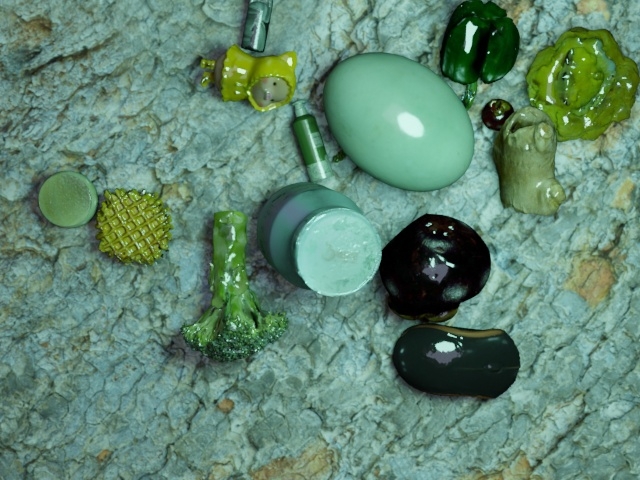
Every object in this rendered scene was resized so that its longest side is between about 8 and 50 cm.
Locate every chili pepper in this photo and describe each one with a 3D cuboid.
[{"bbox_3d":[0.063,-0.218,1.829,0.083,0.022,0.027,-27,93,-2],"label":"chili pepper"},{"bbox_3d":[0.361,-0.435,1.745,0.173,0.261,0.165,-12,54,-14],"label":"chili pepper"}]

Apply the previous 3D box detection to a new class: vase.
[{"bbox_3d":[-0.144,-0.565,1.771,0.060,0.060,0.211,13,101,-1],"label":"vase"}]

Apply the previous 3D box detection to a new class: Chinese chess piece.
[{"bbox_3d":[-0.626,-0.101,1.823,0.144,0.058,0.144,0,97,1],"label":"Chinese chess piece"}]

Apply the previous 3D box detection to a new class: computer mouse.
[{"bbox_3d":[0.342,0.302,1.828,0.323,0.116,0.183,4,100,-1],"label":"computer mouse"}]

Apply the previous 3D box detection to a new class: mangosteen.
[{"bbox_3d":[0.433,-0.307,1.792,0.081,0.081,0.081,0,95,0],"label":"mangosteen"},{"bbox_3d":[0.261,0.073,1.751,0.233,0.287,0.287,42,94,7],"label":"mangosteen"}]

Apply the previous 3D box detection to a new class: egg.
[{"bbox_3d":[0.180,-0.274,1.696,0.389,0.276,0.276,35,94,-3],"label":"egg"}]

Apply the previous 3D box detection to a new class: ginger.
[{"bbox_3d":[0.501,-0.175,1.733,0.130,0.276,0.221,-16,53,-12],"label":"ginger"}]

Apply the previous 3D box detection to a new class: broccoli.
[{"bbox_3d":[-0.199,0.116,1.787,0.252,0.221,0.361,17,95,35],"label":"broccoli"}]

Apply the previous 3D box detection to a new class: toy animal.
[{"bbox_3d":[-0.172,-0.391,1.756,0.229,0.156,0.156,9,95,-2],"label":"toy animal"}]

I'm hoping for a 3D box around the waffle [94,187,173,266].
[{"bbox_3d":[-0.464,-0.031,1.824,0.193,0.070,0.197,4,97,0],"label":"waffle"}]

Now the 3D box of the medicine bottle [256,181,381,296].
[{"bbox_3d":[0.000,0.000,1.686,0.245,0.290,0.245,-4,102,-18],"label":"medicine bottle"}]

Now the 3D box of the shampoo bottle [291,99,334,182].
[{"bbox_3d":[-0.024,-0.247,1.809,0.065,0.065,0.204,-18,94,2],"label":"shampoo bottle"}]

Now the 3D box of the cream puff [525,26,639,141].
[{"bbox_3d":[0.626,-0.369,1.735,0.281,0.185,0.282,0,96,-2],"label":"cream puff"}]
